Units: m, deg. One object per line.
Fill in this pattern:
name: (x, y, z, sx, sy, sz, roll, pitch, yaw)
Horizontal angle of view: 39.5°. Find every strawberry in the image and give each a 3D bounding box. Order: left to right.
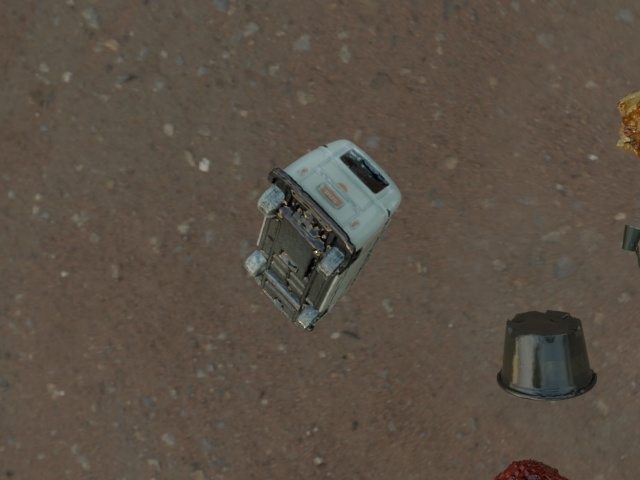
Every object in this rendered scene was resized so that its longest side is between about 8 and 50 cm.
strawberry: (0.353, 0.421, 1.473, 0.145, 0.086, 0.145, 19, 126, 28)

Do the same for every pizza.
pizza: (0.476, -0.144, 1.231, 0.134, 0.271, 0.056, 11, 77, 21)

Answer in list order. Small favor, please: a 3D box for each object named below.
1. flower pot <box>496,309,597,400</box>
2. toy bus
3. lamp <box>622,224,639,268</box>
flower pot: (0.358, 0.176, 1.422, 0.157, 0.157, 0.107, 2, 109, 26)
toy bus: (0.000, 0.000, 0.709, 0.089, 0.194, 0.087, -39, 77, -25)
lamp: (0.512, 0.011, 1.441, 0.041, 0.121, 0.054, 13, 101, 2)
